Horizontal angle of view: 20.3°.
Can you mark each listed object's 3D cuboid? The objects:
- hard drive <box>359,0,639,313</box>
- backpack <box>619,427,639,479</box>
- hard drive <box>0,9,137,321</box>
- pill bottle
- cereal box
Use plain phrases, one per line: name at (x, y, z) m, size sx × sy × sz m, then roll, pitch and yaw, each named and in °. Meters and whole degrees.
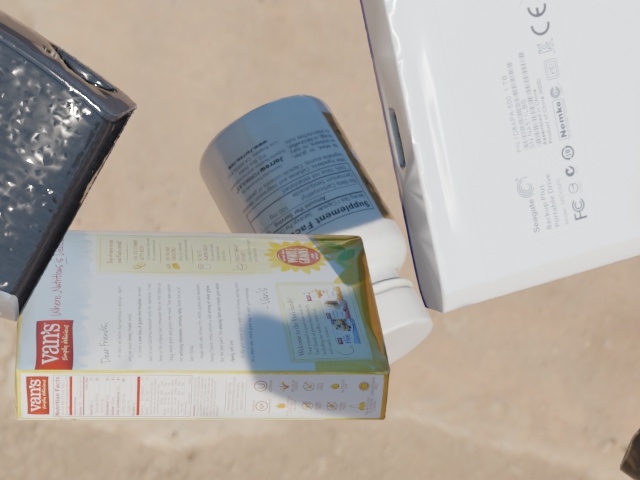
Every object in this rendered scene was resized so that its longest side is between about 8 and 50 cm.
hard drive at (0.191, -0.099, 1.094) m, size 0.319 × 0.210 × 0.040 m, roll -15°, pitch 10°, yaw -19°
backpack at (0.530, 0.249, 1.785) m, size 0.290 × 0.273 × 0.355 m, roll -30°, pitch 70°, yaw -19°
hard drive at (-0.254, -0.076, 1.046) m, size 0.255 × 0.172 × 0.054 m, roll 29°, pitch -1°, yaw -10°
pill bottle at (0.000, 0.000, 1.548) m, size 0.131 × 0.131 × 0.229 m, roll -16°, pitch 67°, yaw -33°
cereal box at (-0.082, 0.055, 1.205) m, size 0.240 × 0.047 × 0.173 m, roll 1°, pitch 32°, yaw -6°
